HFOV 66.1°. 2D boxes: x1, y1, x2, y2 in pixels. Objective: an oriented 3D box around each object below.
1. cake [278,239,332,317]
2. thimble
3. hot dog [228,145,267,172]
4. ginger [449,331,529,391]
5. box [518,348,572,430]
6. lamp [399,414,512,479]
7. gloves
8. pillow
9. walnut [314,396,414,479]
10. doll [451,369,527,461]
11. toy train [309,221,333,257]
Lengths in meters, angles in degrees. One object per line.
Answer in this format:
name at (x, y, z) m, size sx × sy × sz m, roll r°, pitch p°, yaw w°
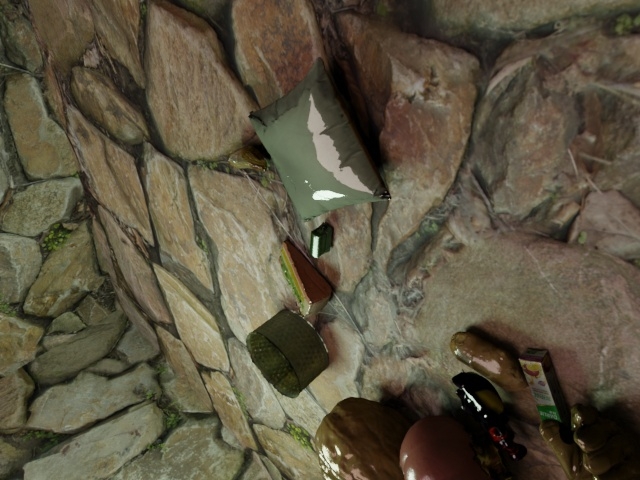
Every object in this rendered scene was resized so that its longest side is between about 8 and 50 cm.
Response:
cake at (-0.048, 0.108, 1.459) m, size 0.225 × 0.090 × 0.109 m, roll 62°, pitch 153°, yaw 25°
thimble at (-0.112, 0.380, 1.666) m, size 0.271 × 0.150 × 0.270 m, roll 31°, pitch 140°, yaw 31°
hot dog at (-0.194, -0.226, 1.334) m, size 0.169 × 0.061 × 0.078 m, roll 16°, pitch 171°, yaw 46°
ginger at (0.357, 0.255, 1.049) m, size 0.190 × 0.069 × 0.095 m, roll 31°, pitch 171°, yaw 31°
box at (0.460, 0.315, 0.996) m, size 0.050 × 0.041 × 0.207 m, roll -5°, pitch 113°, yaw 53°
lamp at (0.334, 0.568, 1.189) m, size 0.305 × 0.240 × 0.305 m, roll 55°, pitch -168°, yaw -17°
gloves at (0.522, 0.412, 0.915) m, size 0.331 × 0.141 × 0.154 m, roll 64°, pitch 173°, yaw -28°
pillow at (-0.015, -0.196, 1.088) m, size 0.312 × 0.119 × 0.310 m, roll -14°, pitch 103°, yaw 55°
walnut at (0.154, 0.626, 1.423) m, size 0.344 × 0.306 × 0.306 m, roll 37°, pitch 143°, yaw 42°
doll at (0.372, 0.376, 1.094) m, size 0.248 × 0.088 × 0.127 m, roll 52°, pitch 159°, yaw -13°
toy train at (0.000, 0.000, 1.289) m, size 0.038 × 0.056 × 0.093 m, roll 37°, pitch 141°, yaw 29°
